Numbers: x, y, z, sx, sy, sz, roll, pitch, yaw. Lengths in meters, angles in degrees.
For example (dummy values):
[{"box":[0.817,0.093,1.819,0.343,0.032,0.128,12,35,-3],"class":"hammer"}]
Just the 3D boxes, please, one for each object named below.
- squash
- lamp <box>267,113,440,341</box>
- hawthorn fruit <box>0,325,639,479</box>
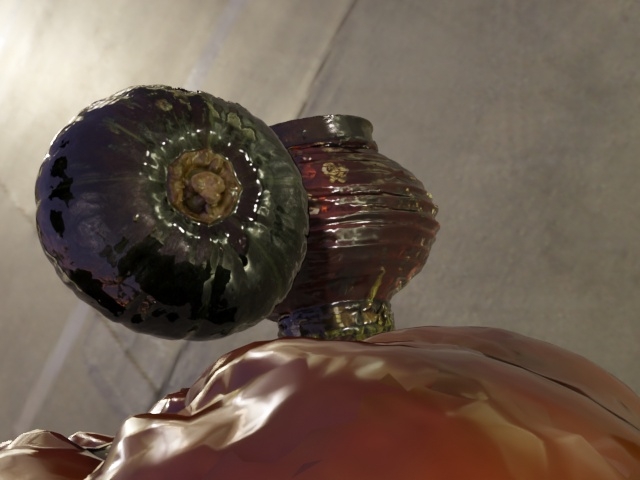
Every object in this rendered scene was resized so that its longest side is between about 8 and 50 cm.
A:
[{"box":[-0.104,-0.018,0.856,0.156,0.193,0.193,-25,48,40],"class":"squash"},{"box":[0.000,0.000,1.214,0.247,0.247,0.247,-36,41,39],"class":"lamp"},{"box":[-0.014,0.262,0.474,0.472,0.472,0.471,-36,41,39],"class":"hawthorn fruit"}]
